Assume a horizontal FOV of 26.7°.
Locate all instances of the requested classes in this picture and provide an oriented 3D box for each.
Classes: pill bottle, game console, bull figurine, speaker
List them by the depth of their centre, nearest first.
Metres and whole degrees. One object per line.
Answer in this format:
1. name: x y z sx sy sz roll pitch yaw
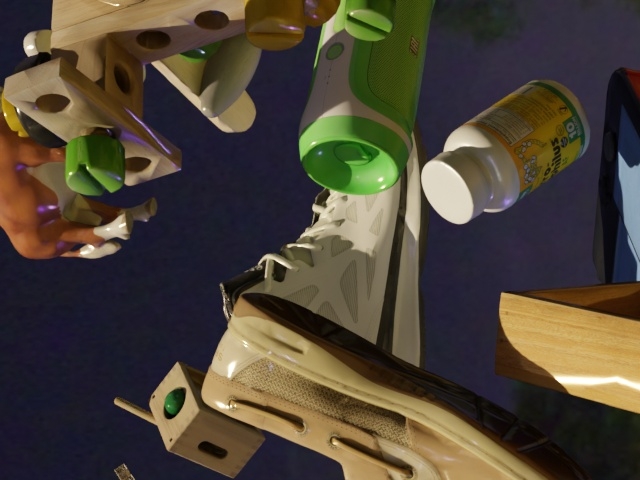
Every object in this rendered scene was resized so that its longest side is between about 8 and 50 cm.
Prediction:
1. bull figurine: -0.293 -0.084 1.387 0.310 0.188 0.101 74 -158 -55
2. speaker: 0.055 -0.200 1.497 0.131 0.131 0.297 40 -132 -39
3. pill bottle: 0.228 -0.107 1.677 0.208 0.117 0.118 -33 -69 -29
4. game console: 0.407 0.004 1.685 0.386 0.060 0.342 -95 6 -54

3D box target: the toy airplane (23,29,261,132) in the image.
1. toy airplane: -0.220 -0.321 1.735 0.386 0.272 0.384 -14 -95 -68

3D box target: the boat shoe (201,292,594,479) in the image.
1. boat shoe: 0.065 0.161 1.073 0.110 0.341 0.121 -65 -18 7

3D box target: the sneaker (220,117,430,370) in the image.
1. sneaker: 0.000 0.000 1.767 0.257 0.169 0.448 2 -99 -12

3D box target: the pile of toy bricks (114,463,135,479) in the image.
1. pile of toy bricks: -0.242 0.400 1.770 0.118 0.212 0.105 -32 -60 -13

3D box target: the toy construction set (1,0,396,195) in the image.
1. toy construction set: -0.085 -0.163 0.771 0.309 0.257 0.237 88 -173 -63

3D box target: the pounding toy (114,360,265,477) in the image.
1. pounding toy: -0.171 0.231 1.744 0.141 0.130 0.100 30 -75 -33

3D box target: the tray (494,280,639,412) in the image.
1. tray: 0.348 0.099 0.968 0.202 0.411 0.076 -2 -80 -42
